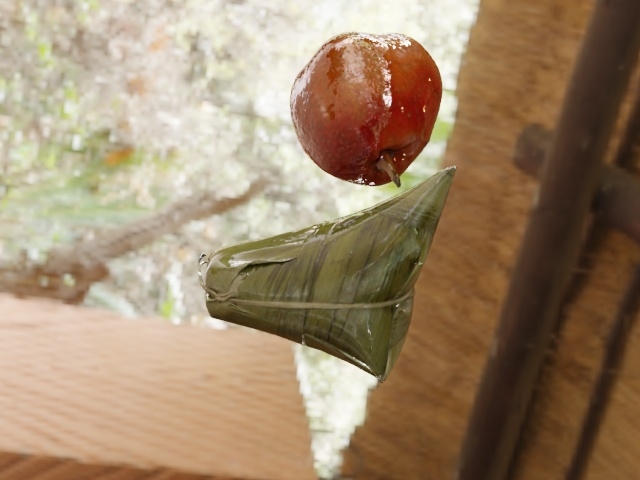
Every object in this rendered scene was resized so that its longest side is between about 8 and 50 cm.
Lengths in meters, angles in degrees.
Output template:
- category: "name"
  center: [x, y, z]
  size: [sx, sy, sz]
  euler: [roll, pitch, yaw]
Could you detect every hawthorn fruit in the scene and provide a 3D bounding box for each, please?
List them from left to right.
- category: "hawthorn fruit"
  center: [0.064, -0.147, 1.727]
  size: [0.197, 0.196, 0.225]
  euler: [109, -25, -43]

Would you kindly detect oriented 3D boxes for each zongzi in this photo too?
- category: "zongzi"
  center: [-0.002, -0.001, 1.229]
  size: [0.094, 0.204, 0.204]
  euler: [-68, 175, -64]
